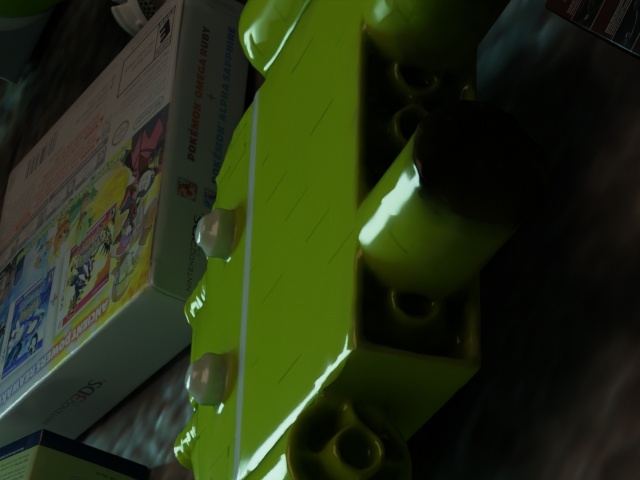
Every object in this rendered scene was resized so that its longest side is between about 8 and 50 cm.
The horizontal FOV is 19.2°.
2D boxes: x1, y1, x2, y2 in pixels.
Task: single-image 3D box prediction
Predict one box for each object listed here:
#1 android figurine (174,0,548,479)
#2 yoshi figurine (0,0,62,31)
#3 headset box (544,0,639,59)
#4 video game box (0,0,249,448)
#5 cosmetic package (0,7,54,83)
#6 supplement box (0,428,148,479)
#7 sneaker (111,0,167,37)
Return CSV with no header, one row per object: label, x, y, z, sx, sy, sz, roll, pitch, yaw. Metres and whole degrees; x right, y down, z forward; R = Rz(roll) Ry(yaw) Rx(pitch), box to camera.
android figurine,0.000,0.000,0.666,0.273,0.056,0.248,130,147,-57
yoshi figurine,-0.246,-0.201,1.134,0.203,0.362,0.203,70,-154,-65
headset box,0.110,-0.063,0.557,0.032,0.062,0.083,-62,25,10
video game box,-0.109,-0.002,0.951,0.205,0.048,0.187,-39,35,45
cosmetic package,-0.239,-0.256,1.313,0.224,0.138,0.224,-61,25,9
supplement box,-0.129,0.140,0.856,0.083,0.056,0.083,-28,45,53
sneaker,-0.048,-0.178,0.986,0.076,0.065,0.166,14,84,48
